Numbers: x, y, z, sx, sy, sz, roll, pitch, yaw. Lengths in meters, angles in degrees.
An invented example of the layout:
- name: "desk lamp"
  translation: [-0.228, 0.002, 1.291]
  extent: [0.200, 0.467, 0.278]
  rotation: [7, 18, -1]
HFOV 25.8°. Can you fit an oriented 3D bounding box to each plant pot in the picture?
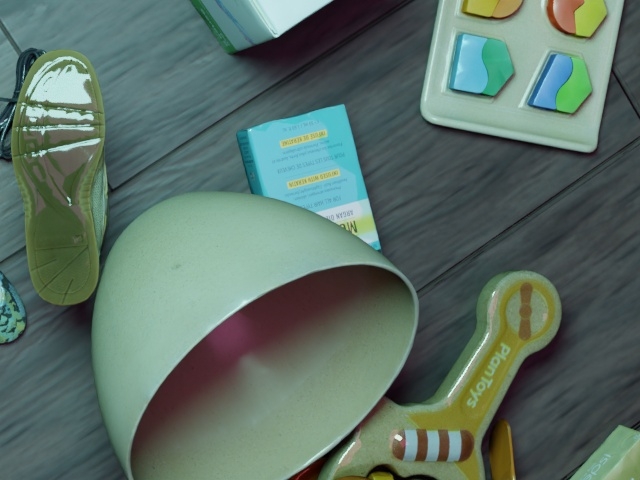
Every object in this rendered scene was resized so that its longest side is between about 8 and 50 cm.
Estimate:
- name: "plant pot"
  translation: [-0.085, 0.068, 1.207]
  extent: [0.284, 0.284, 0.191]
  rotation: [-35, 56, -10]

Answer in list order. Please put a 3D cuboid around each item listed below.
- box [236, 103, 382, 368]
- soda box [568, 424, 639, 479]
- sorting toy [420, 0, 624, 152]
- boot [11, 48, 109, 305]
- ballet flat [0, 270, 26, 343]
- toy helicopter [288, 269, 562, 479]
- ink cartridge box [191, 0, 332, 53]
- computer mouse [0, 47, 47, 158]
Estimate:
- name: "box"
  translation: [0.000, 0.000, 1.341]
  extent: [0.100, 0.060, 0.244]
  rotation: [-16, 95, -13]
- name: "soda box"
  translation: [0.275, 0.274, 1.417]
  extent: [0.058, 0.061, 0.181]
  rotation: [45, 82, -10]
- name: "sorting toy"
  translation: [0.208, -0.204, 1.396]
  extent: [0.193, 0.038, 0.208]
  rotation: [9, 89, -14]
- name: "boot"
  translation: [-0.222, -0.062, 1.229]
  extent: [0.077, 0.165, 0.213]
  rotation: [-1, 99, -6]
- name: "ballet flat"
  translation: [-0.338, 0.022, 1.257]
  extent: [0.070, 0.070, 0.188]
  rotation: [-44, 101, -9]
- name: "toy helicopter"
  translation: [0.137, 0.194, 1.346]
  extent: [0.235, 0.140, 0.355]
  rotation: [34, 82, -15]
- name: "ink cartridge box"
  translation: [-0.025, -0.248, 1.248]
  extent: [0.154, 0.212, 0.093]
  rotation: [-36, 100, -11]
- name: "computer mouse"
  translation: [-0.348, -0.140, 1.263]
  extent: [0.193, 0.042, 0.106]
  rotation: [11, 94, -19]
